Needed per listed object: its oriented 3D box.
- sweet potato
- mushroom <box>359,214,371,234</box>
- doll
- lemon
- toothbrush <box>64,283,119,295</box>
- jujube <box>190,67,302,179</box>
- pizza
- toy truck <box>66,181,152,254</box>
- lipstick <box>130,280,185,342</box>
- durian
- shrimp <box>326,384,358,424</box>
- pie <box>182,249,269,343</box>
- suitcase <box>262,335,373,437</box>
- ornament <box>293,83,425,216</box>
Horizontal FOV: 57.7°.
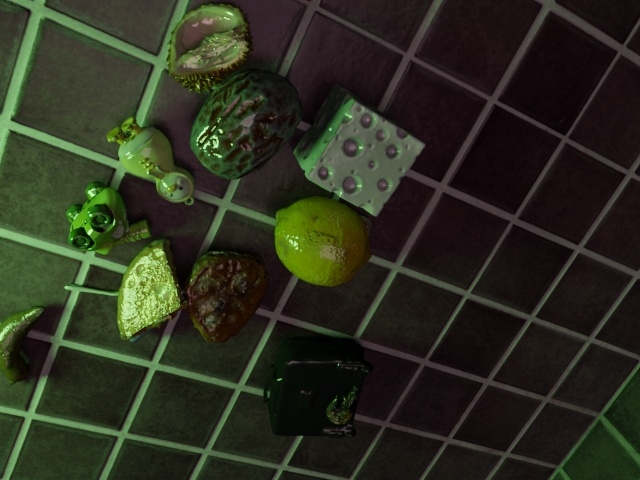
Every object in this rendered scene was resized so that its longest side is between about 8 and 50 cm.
[{"bbox_3d":[-0.926,0.321,1.751,0.124,0.098,0.310,5,114,-39],"label":"sweet potato"},{"bbox_3d":[0.124,-0.034,1.822,0.085,0.079,0.085,-4,117,-8],"label":"mushroom"},{"bbox_3d":[-0.444,-0.203,1.591,0.141,0.117,0.296,-34,117,8],"label":"doll"},{"bbox_3d":[0.000,0.000,1.718,0.310,0.258,0.258,29,107,1],"label":"lemon"},{"bbox_3d":[-0.640,0.154,1.775,0.263,0.022,0.026,10,101,-17],"label":"toothbrush"},{"bbox_3d":[-0.184,-0.308,1.530,0.308,0.246,0.215,-45,74,23],"label":"jujube"},{"bbox_3d":[-0.491,0.161,1.728,0.226,0.086,0.335,22,95,14],"label":"pizza"},{"bbox_3d":[-0.603,-0.039,1.631,0.187,0.148,0.210,-31,139,6],"label":"toy truck"},{"bbox_3d":[-0.491,0.208,1.810,0.274,0.068,0.061,-41,118,1],"label":"lipstick"},{"bbox_3d":[-0.276,-0.490,1.488,0.249,0.183,0.138,-37,154,3],"label":"durian"},{"bbox_3d":[0.074,0.545,1.917,0.091,0.034,0.161,15,113,-14],"label":"shrimp"},{"bbox_3d":[-0.298,0.158,1.797,0.308,0.085,0.308,-9,110,-26],"label":"pie"},{"bbox_3d":[-0.019,0.505,1.991,0.339,0.188,0.345,4,116,-16],"label":"suitcase"},{"bbox_3d":[0.099,-0.254,1.619,0.240,0.240,0.239,26,107,-22],"label":"ornament"}]
